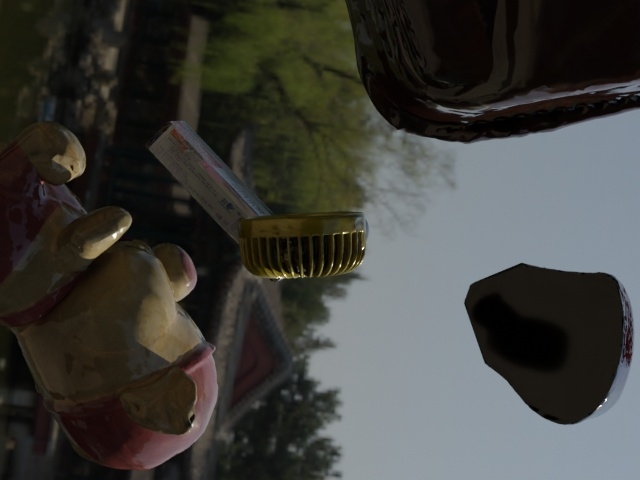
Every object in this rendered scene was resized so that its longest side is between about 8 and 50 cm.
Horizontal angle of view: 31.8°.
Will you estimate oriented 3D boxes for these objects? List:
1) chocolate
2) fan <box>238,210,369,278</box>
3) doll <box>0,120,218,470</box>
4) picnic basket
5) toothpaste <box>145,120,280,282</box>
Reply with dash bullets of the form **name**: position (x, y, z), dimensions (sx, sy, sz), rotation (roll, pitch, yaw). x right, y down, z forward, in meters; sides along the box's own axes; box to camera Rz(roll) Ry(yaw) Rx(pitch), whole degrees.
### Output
- **chocolate**: position (0.205, 0.076, 0.949), dimensions (0.125, 0.080, 0.148), rotation (-49, -119, 8)
- **fan**: position (0.000, 0.000, 0.754), dimensions (0.155, 0.082, 0.039), rotation (-14, 101, -72)
- **doll**: position (-0.170, 0.043, 0.810), dimensions (0.256, 0.152, 0.196), rotation (55, 7, -13)
- **picnic basket**: position (0.146, -0.157, 0.480), dimensions (0.129, 0.297, 0.222), rotation (-81, 159, -77)
- **toothpaste**: position (-0.093, -0.040, 1.139), dimensions (0.040, 0.196, 0.047), rotation (-46, 174, 15)
